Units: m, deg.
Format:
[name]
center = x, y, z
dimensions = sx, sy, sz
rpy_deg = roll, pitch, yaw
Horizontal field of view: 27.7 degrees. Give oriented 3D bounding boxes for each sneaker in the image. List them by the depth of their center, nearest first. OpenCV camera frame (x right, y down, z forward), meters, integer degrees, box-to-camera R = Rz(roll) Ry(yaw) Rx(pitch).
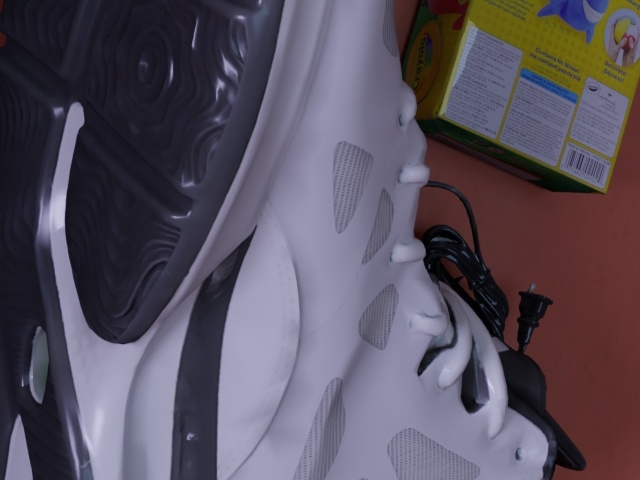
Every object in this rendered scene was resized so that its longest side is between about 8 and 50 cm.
[sneaker]
center = -0.001, 0.000, 0.567
dimensions = 0.257, 0.169, 0.447
rpy_deg = -2, 118, -37

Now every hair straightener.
[hair straightener]
center = 0.083, 0.048, 0.720
dimensions = 0.089, 0.047, 0.230
rpy_deg = -44, 110, -21

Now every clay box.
[clay box]
center = 0.128, -0.150, 0.719
dimensions = 0.127, 0.053, 0.222
rpy_deg = 21, 82, -31
